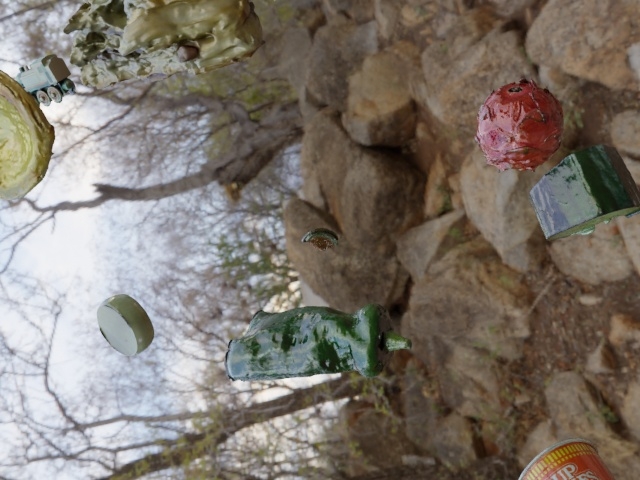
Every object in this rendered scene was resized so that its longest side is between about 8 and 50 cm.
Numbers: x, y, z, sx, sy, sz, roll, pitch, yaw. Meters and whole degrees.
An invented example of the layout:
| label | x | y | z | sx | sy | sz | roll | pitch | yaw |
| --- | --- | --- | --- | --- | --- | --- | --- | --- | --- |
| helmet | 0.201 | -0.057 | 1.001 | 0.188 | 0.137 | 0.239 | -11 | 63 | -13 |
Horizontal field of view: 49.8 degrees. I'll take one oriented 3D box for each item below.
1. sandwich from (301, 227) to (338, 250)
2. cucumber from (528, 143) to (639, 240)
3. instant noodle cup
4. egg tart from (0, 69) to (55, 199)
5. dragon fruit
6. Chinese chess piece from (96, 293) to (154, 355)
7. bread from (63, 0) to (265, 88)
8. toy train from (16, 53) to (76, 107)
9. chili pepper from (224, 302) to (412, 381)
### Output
| label | x | y | z | sx | sy | sz | roll | pitch | yaw |
| --- | --- | --- | --- | --- | --- | --- | --- | --- | --- |
| sandwich | 0.004 | -0.002 | 1.975 | 0.101 | 0.069 | 0.026 | 23 | -154 | -25 |
| cucumber | 0.491 | -0.077 | 1.280 | 0.191 | 0.191 | 0.130 | 43 | -153 | -65 |
| instant noodle cup | 0.491 | 0.504 | 1.250 | 0.193 | 0.193 | 0.212 | 65 | 175 | -35 |
| egg tart | -0.718 | -0.244 | 1.548 | 0.120 | 0.314 | 0.315 | -55 | -51 | -63 |
| dragon fruit | 0.533 | -0.301 | 1.851 | 0.252 | 0.240 | 0.241 | 57 | -162 | -15 |
| Chinese chess piece | -0.569 | 0.246 | 2.015 | 0.083 | 0.188 | 0.189 | -36 | -67 | -43 |
| bread | -0.258 | -0.359 | 1.104 | 0.370 | 0.313 | 0.192 | -105 | 3 | -68 |
| toy train | -0.764 | -0.436 | 1.900 | 0.081 | 0.193 | 0.125 | -52 | -52 | -46 |
| chili pepper | 0.005 | 0.148 | 1.002 | 0.136 | 0.270 | 0.099 | -32 | -69 | -60 |
